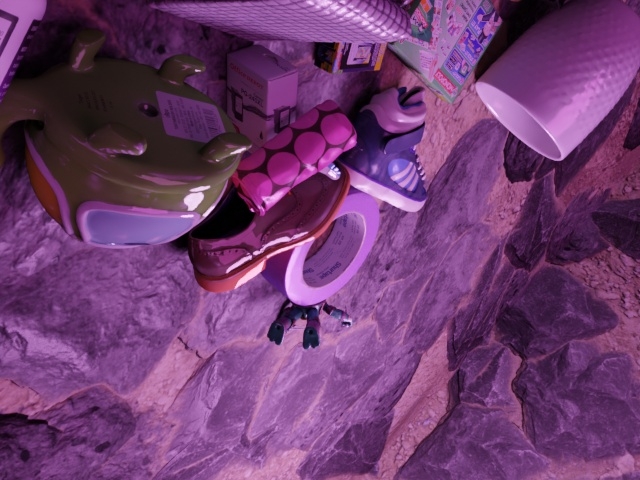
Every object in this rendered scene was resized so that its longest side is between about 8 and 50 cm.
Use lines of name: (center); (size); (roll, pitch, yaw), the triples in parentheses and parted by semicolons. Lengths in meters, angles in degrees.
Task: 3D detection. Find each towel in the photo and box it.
towel: (-0.047, -0.335, 0.875); (0.235, 0.284, 0.121); (-2, 101, -56)

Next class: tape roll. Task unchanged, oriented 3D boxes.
tape roll: (0.000, 0.000, 1.436); (0.275, 0.090, 0.274); (-33, 143, -29)

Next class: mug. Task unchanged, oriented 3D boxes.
mug: (0.574, -0.404, 1.633); (0.328, 0.276, 0.374); (-47, -173, 6)

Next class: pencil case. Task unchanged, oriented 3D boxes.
pencil case: (-0.040, -0.123, 1.052); (0.209, 0.095, 0.098); (-36, 166, -16)

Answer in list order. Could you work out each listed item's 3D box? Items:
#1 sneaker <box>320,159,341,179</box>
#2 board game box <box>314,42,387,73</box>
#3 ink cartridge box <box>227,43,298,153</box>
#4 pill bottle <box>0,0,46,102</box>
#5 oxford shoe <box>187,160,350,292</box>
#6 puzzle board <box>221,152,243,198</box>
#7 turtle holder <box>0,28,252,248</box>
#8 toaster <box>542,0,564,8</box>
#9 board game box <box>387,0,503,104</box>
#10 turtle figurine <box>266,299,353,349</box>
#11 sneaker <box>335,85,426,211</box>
sneaker: (-0.045, -0.155, 1.219); (0.191, 0.071, 0.083); (34, 106, -31)
board game box: (0.069, -0.382, 1.187); (0.141, 0.048, 0.170); (-19, 135, -46)
ink cartridge box: (-0.094, -0.216, 1.075); (0.063, 0.109, 0.150); (-27, 140, -32)
pill bottle: (-0.385, -0.191, 0.644); (0.182, 0.181, 0.322); (16, 107, -57)
oxford shoe: (-0.082, -0.057, 1.228); (0.364, 0.130, 0.132); (-41, 142, -27)
puzzle board: (-0.192, -0.114, 1.143); (0.128, 0.011, 0.096); (-5, 126, -50)
turtle holder: (-0.264, -0.097, 0.848); (0.320, 0.243, 0.227); (-26, 158, -51)
toaster: (0.520, -0.632, 1.478); (0.185, 0.110, 0.168); (-54, 150, 2)
board game box: (0.255, -0.431, 1.388); (0.213, 0.046, 0.317); (-57, 149, 8)
turtle figurine: (-0.027, 0.168, 1.539); (0.234, 0.175, 0.118); (-43, 120, -68)
sneaker: (0.181, -0.201, 1.434); (0.323, 0.130, 0.236); (14, 114, -51)
